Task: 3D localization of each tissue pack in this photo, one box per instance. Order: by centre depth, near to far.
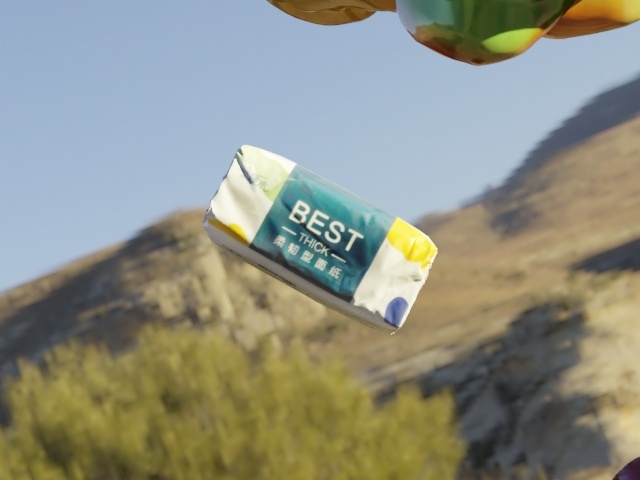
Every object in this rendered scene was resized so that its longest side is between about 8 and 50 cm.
[{"bbox_3d":[0.000,0.000,0.657,0.042,0.083,0.062,-62,-3,-2],"label":"tissue pack"}]

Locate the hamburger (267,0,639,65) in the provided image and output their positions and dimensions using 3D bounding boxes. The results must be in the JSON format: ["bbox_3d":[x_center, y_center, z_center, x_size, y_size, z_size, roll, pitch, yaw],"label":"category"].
[{"bbox_3d":[0.038,-0.153,0.498,0.237,0.237,0.149,-20,-19,-13],"label":"hamburger"}]

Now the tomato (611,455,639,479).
[{"bbox_3d":[0.200,0.160,1.017,0.087,0.075,0.087,-19,-19,-7],"label":"tomato"}]
